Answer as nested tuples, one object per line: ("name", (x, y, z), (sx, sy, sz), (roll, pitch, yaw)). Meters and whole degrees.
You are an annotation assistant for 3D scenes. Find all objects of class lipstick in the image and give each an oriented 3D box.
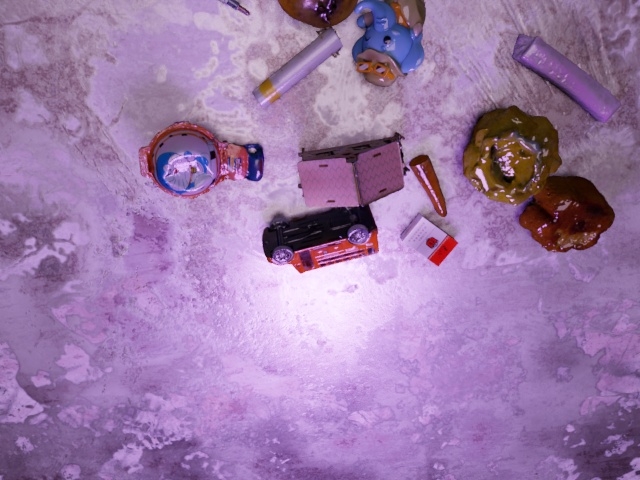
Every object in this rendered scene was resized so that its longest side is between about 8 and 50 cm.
("lipstick", (-0.228, -0.603, 1.073), (0.107, 0.025, 0.025), (25, 108, -19))
("lipstick", (-0.061, -0.449, 1.114), (0.264, 0.059, 0.059), (-33, 109, 15))

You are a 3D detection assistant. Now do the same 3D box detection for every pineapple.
("pineapple", (0.030, -0.527, 1.120), (0.045, 0.019, 0.083), (-33, 107, 12))

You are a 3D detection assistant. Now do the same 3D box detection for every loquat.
("loquat", (-0.008, -0.601, 0.995), (0.213, 0.213, 0.213), (-1, 111, -3))

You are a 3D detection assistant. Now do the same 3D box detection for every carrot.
("carrot", (0.333, -0.153, 1.266), (0.061, 0.061, 0.209), (-29, 114, 8))

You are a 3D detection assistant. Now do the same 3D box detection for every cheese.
("cheese", (-0.319, -0.215, 1.166), (0.330, 0.129, 0.216), (-2, 118, -22))

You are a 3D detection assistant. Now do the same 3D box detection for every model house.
("model house", (0.097, -0.174, 1.144), (0.326, 0.244, 0.169), (-10, 109, -1))

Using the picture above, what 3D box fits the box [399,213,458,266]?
("box", (0.338, -0.001, 1.328), (0.152, 0.048, 0.100), (34, 107, -13))

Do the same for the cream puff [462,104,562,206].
("cream puff", (0.536, -0.228, 1.179), (0.282, 0.185, 0.281), (-2, 109, -6))

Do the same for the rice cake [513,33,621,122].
("rice cake", (0.683, -0.445, 1.170), (0.365, 0.056, 0.072), (29, 105, -14))

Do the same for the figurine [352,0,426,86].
("figurine", (0.171, -0.526, 1.077), (0.180, 0.154, 0.261), (5, 94, 4))

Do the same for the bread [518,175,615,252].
("bread", (0.739, -0.068, 1.278), (0.247, 0.135, 0.232), (9, 124, -9))

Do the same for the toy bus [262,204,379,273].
("toy bus", (0.000, 0.000, 1.254), (0.330, 0.143, 0.153), (-15, 135, 1))
